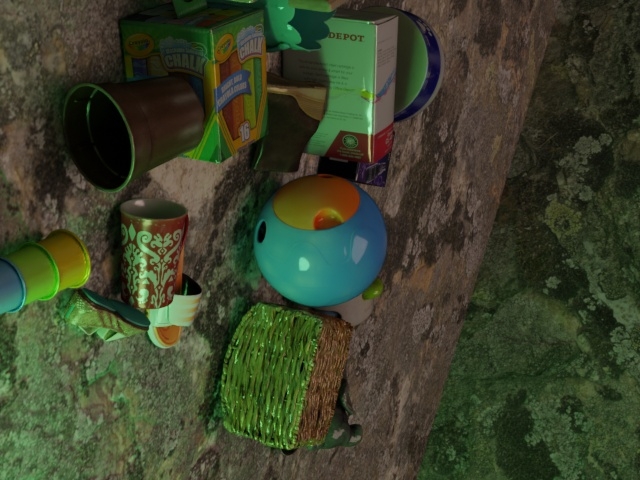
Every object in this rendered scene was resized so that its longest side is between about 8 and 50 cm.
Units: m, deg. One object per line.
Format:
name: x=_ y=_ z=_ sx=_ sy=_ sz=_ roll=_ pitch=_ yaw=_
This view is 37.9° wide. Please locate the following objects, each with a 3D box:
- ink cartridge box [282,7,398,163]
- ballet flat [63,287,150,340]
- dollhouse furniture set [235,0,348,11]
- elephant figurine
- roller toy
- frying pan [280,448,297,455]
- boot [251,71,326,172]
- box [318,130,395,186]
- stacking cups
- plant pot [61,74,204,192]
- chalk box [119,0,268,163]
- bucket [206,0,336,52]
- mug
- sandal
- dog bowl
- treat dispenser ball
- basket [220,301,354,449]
ink cartridge box: x=0.041 y=-0.339 z=2.013 sx=0.131 sy=0.226 sz=0.306 roll=-36 pitch=134 yaw=-56
ballet flat: x=-0.363 y=0.132 z=1.568 sx=0.067 sy=0.073 sz=0.206 roll=-48 pitch=151 yaw=1
dollhouse furniture set: x=-0.099 y=-0.570 z=1.386 sx=0.256 sy=0.394 sz=0.362 roll=-47 pitch=142 yaw=-50
elephant figurine: x=0.017 y=0.396 z=2.337 sx=0.169 sy=0.186 sz=0.239 roll=3 pitch=83 yaw=-22
roller toy: x=0.034 y=0.121 z=2.263 sx=0.191 sy=0.209 sz=0.146 roll=-15 pitch=122 yaw=-20
frying pan: x=-0.042 y=0.433 z=2.413 sx=0.326 sy=0.053 sz=0.197 roll=-23 pitch=121 yaw=-63
boot: x=-0.103 y=-0.235 z=1.911 sx=0.248 sy=0.090 sz=0.206 roll=1 pitch=120 yaw=-42
box: x=0.093 y=-0.221 z=2.326 sx=0.207 sy=0.108 sz=0.153 roll=1 pitch=100 yaw=-65
stacking cups: x=-0.457 y=0.077 z=1.286 sx=0.316 sy=0.096 sz=0.096 roll=-34 pitch=132 yaw=-55
plant pot: x=-0.277 y=-0.177 z=1.423 sx=0.165 sy=0.167 sz=0.166 roll=-27 pitch=127 yaw=-44
chalk box: x=-0.205 y=-0.299 z=1.549 sx=0.180 sy=0.179 sz=0.288 roll=-43 pitch=138 yaw=-53
bucket: x=-0.090 y=-0.475 z=1.669 sx=0.281 sy=0.183 sz=0.281 roll=6 pitch=90 yaw=-73
mug: x=-0.278 y=0.022 z=1.613 sx=0.150 sy=0.113 sz=0.169 roll=-7 pitch=114 yaw=-38
sandal: x=-0.264 y=0.083 z=1.726 sx=0.102 sy=0.076 sz=0.265 roll=-26 pitch=125 yaw=-60
dog bowl: x=0.147 y=-0.408 z=2.165 sx=0.104 sy=0.265 sz=0.264 roll=-9 pitch=109 yaw=-62
treat dispenser ball: x=0.000 y=0.000 z=2.004 sx=0.288 sy=0.288 sz=0.288 roll=-40 pitch=137 yaw=-54
basket: x=-0.082 y=0.295 z=2.062 sx=0.223 sy=0.214 sz=0.299 roll=20 pitch=82 yaw=-69
